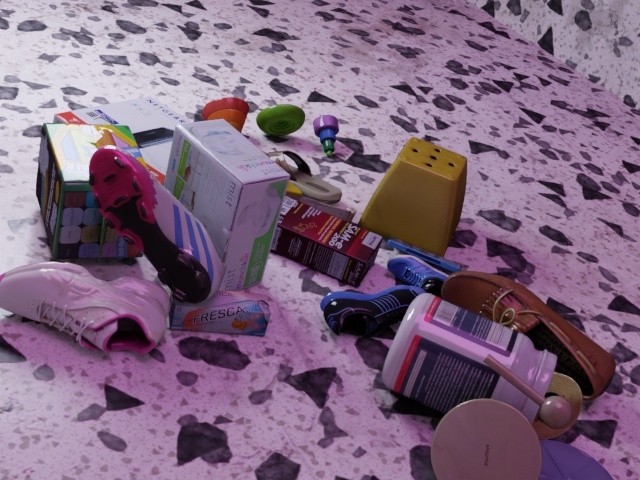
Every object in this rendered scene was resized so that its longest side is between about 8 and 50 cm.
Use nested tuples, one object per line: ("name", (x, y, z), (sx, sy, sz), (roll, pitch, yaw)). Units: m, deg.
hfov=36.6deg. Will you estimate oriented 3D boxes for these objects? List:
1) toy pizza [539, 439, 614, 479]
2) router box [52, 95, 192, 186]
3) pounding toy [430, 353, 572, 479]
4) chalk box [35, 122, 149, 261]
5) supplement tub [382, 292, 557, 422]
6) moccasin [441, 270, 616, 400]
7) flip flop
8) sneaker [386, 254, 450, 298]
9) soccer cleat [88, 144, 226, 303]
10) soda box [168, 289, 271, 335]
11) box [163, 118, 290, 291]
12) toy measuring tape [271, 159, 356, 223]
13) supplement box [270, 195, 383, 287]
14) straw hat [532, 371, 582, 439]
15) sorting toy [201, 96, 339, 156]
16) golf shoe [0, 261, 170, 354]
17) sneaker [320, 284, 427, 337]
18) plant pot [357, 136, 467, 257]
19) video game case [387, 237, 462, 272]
("toy pizza", (0.418, 0.424, 1.659), (0.201, 0.032, 0.201), (11, 33, -8))
("router box", (-0.382, -0.199, 2.178), (0.335, 0.082, 0.301), (32, 31, 23))
("pounding toy", (0.298, 0.332, 1.616), (0.183, 0.237, 0.110), (32, 4, 21))
("chalk box", (-0.431, -0.079, 1.865), (0.179, 0.180, 0.289), (-2, 38, -27))
("supplement tub", (0.264, 0.227, 1.739), (0.272, 0.191, 0.191), (24, 32, 11))
("moccasin", (0.399, 0.191, 1.930), (0.380, 0.139, 0.147), (41, 29, 18))
("flip flop", (-0.070, -0.168, 2.293), (0.277, 0.080, 0.112), (26, 32, 20))
("sneaker", (0.211, 0.084, 2.062), (0.152, 0.058, 0.084), (25, 23, 0))
("soccer cleat", (-0.292, -0.033, 1.751), (0.331, 0.116, 0.143), (56, 24, -8))
("soda box", (-0.189, 0.132, 1.798), (0.183, 0.058, 0.063), (5, 33, -17))
("box", (-0.201, -0.068, 1.910), (0.127, 0.262, 0.231), (-15, 43, -41))
("toy measuring tape", (-0.078, -0.114, 2.196), (0.330, 0.121, 0.121), (13, 31, -26))
("supplement box", (0.000, 0.000, 2.079), (0.239, 0.073, 0.130), (23, 32, 8))
("straw hat", (0.431, 0.317, 1.796), (0.061, 0.144, 0.144), (46, 13, -37))
("sorting toy", (-0.117, -0.264, 2.437), (0.366, 0.127, 0.126), (4, 63, -25))
("golf shoe", (-0.411, 0.120, 1.665), (0.306, 0.115, 0.140), (8, 36, -12))
("sneaker", (0.117, 0.147, 1.907), (0.232, 0.081, 0.090), (-4, 40, -19))
("plant pot", (0.236, -0.116, 2.261), (0.212, 0.187, 0.212), (22, 32, 8))
("video game case", (0.232, 0.033, 2.146), (0.166, 0.015, 0.119), (23, 6, 9))
